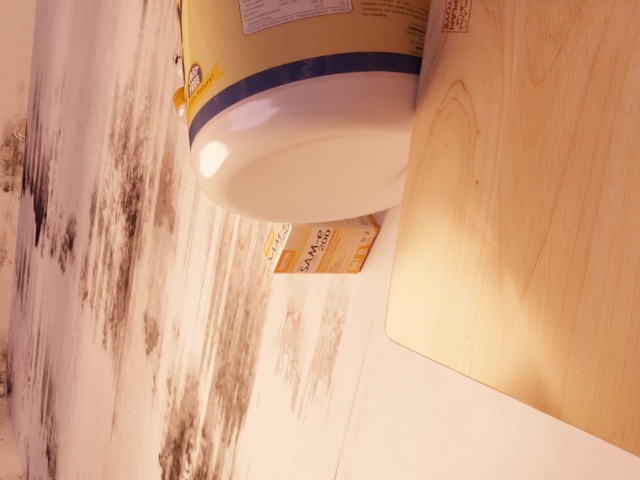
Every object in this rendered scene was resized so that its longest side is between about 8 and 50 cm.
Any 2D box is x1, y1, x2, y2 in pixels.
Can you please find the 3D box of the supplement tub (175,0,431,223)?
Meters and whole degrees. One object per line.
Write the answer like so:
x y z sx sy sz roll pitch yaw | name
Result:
-0.008 -0.195 0.687 0.228 0.228 0.316 -36 58 55 | supplement tub

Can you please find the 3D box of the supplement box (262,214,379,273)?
0.000 0.000 0.797 0.036 0.098 0.062 61 140 42 | supplement box

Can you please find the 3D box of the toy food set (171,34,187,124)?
-0.106 -0.218 0.985 0.232 0.111 0.104 -61 39 36 | toy food set

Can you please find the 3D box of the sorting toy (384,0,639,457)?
0.169 -0.030 0.484 0.255 0.089 0.257 20 105 52 | sorting toy
